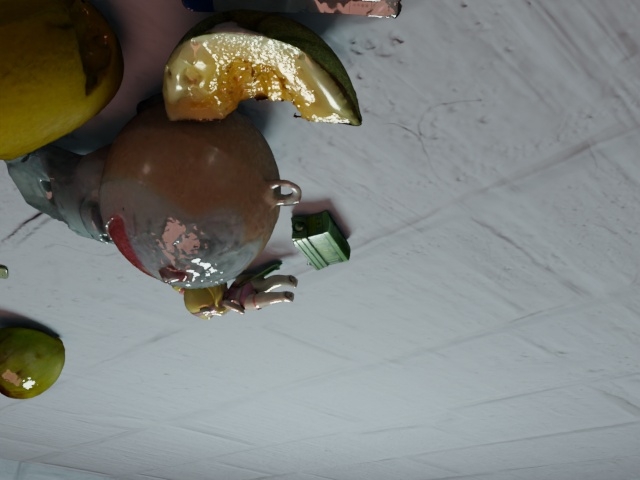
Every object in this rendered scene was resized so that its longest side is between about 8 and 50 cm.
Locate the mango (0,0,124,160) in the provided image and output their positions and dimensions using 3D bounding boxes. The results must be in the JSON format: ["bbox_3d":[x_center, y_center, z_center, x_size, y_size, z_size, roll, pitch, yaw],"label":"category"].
[{"bbox_3d":[-0.254,-0.116,0.445,0.262,0.130,0.167,-28,170,-41],"label":"mango"}]

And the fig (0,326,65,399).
[{"bbox_3d":[-0.537,0.216,1.116,0.153,0.120,0.136,28,146,-36],"label":"fig"}]

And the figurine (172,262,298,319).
[{"bbox_3d":[-0.122,0.069,0.885,0.187,0.083,0.083,-6,149,27],"label":"figurine"}]

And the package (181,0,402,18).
[{"bbox_3d":[-0.023,-0.221,0.419,0.173,0.027,0.171,1,150,3],"label":"package"}]

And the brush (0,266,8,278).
[{"bbox_3d":[-0.549,0.039,0.910,0.179,0.030,0.033,12,139,-14],"label":"brush"}]

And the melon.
[{"bbox_3d":[-0.046,-0.142,0.490,0.160,0.079,0.128,5,160,7],"label":"melon"}]

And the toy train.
[{"bbox_3d":[0.000,0.000,0.786,0.056,0.038,0.093,-14,145,16],"label":"toy train"}]

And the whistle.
[{"bbox_3d":[-0.182,-0.040,0.621,0.348,0.189,0.189,3,151,22],"label":"whistle"}]
